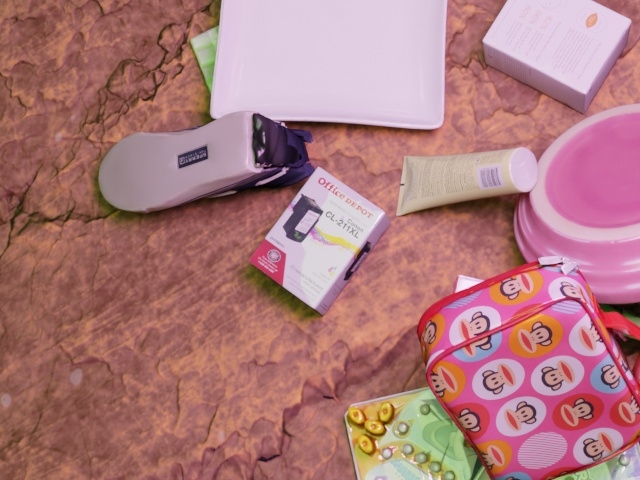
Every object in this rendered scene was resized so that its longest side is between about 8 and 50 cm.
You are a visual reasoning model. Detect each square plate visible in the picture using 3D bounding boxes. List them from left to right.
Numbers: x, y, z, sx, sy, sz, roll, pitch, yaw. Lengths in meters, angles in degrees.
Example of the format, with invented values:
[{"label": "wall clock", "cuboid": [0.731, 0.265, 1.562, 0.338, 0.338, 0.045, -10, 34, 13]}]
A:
[{"label": "square plate", "cuboid": [0.020, -0.334, 1.765, 0.347, 0.049, 0.344, 3, 77, 4]}]

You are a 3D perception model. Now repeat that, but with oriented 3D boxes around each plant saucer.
[{"label": "plant saucer", "cuboid": [0.410, -0.068, 1.549, 0.332, 0.084, 0.332, -18, 42, 17]}]

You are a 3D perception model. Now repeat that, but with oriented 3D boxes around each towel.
[{"label": "towel", "cuboid": [-0.118, -0.298, 1.810, 0.152, 0.023, 0.113, -23, 74, 5]}]

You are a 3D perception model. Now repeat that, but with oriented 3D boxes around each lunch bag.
[{"label": "lunch bag", "cuboid": [0.282, 0.165, 1.447, 0.258, 0.293, 0.120, -25, 34, 11]}]

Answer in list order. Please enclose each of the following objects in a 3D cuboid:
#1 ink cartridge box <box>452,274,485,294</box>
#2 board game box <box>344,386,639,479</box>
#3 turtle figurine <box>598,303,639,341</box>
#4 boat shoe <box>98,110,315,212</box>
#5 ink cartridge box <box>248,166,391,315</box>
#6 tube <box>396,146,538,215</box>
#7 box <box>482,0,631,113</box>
[{"label": "ink cartridge box", "cuboid": [0.204, 0.117, 1.596, 0.063, 0.150, 0.109, 11, 80, 8]}, {"label": "board game box", "cuboid": [0.255, 0.373, 1.582, 0.390, 0.050, 0.390, -14, 75, 7]}, {"label": "turtle figurine", "cuboid": [0.491, 0.105, 1.556, 0.274, 0.198, 0.266, -33, 46, -31]}, {"label": "boat shoe", "cuboid": [-0.166, -0.105, 1.737, 0.340, 0.158, 0.127, -7, 80, 37]}, {"label": "ink cartridge box", "cuboid": [0.000, 0.000, 1.698, 0.127, 0.072, 0.175, 35, 86, 16]}, {"label": "tube", "cuboid": [0.197, -0.089, 1.641, 0.070, 0.240, 0.062, -44, 114, -34]}, {"label": "box", "cuboid": [0.341, -0.287, 1.689, 0.170, 0.091, 0.130, 31, 84, 15]}]
